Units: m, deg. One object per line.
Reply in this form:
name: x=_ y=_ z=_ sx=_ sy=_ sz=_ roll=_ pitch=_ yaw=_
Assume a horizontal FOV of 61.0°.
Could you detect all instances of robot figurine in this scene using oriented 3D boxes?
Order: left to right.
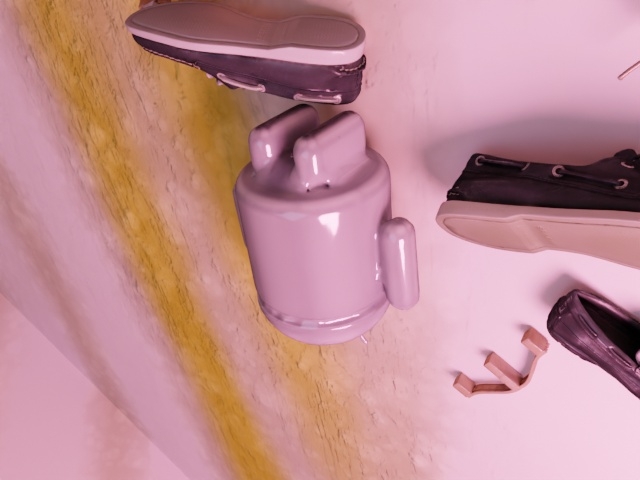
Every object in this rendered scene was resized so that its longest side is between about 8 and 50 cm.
robot figurine: x=0.000 y=0.000 z=0.746 sx=0.300 sy=0.200 sz=0.353 roll=22 pitch=133 yaw=35

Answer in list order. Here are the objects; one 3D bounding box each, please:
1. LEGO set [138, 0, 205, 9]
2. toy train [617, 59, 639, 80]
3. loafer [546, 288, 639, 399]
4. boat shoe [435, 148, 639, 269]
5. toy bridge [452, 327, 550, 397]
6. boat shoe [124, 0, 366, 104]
LEGO set: x=-0.153 y=-0.366 z=0.665 sx=0.287 sy=0.132 sz=0.107 roll=-173 pitch=72 yaw=-67
toy train: x=0.303 y=-0.252 z=0.407 sx=0.248 sy=0.105 sz=0.143 roll=-34 pitch=87 yaw=47
loafer: x=0.384 y=0.137 z=0.648 sx=0.223 sy=0.076 sz=0.078 roll=34 pitch=144 yaw=18
boat shoe: x=0.292 y=-0.041 z=0.562 sx=0.340 sy=0.113 sz=0.127 roll=7 pitch=160 yaw=43
toy bridge: x=0.275 y=0.198 z=0.814 sx=0.063 sy=0.026 sz=0.188 roll=39 pitch=137 yaw=5
boat shoe: x=-0.095 y=-0.229 z=0.678 sx=0.303 sy=0.114 sz=0.091 roll=14 pitch=140 yaw=12
